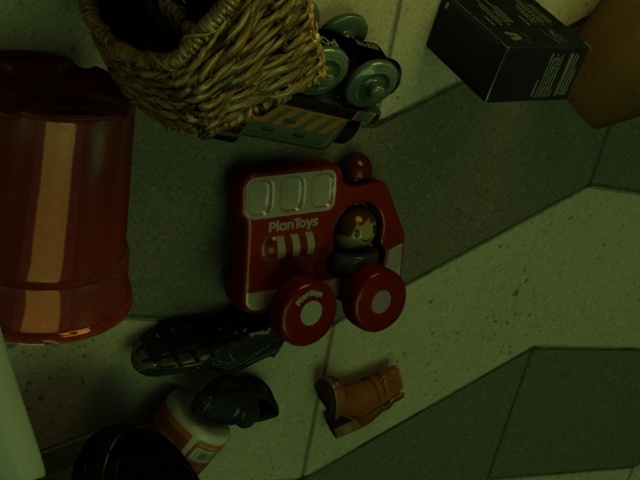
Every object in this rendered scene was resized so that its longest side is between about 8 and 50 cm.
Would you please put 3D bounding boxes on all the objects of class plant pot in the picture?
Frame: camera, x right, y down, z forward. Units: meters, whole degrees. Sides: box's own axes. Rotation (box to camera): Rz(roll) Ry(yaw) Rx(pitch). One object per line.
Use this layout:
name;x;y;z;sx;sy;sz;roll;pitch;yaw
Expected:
plant pot;-0.334;-0.062;1.415;0.272;0.272;0.265;-5;122;-34
plant pot;0.490;-0.289;1.855;0.254;0.237;0.237;-38;142;22

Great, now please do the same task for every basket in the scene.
basket;-0.155;-0.284;1.296;0.213;0.299;0.223;-27;141;-12

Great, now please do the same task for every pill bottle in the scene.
pill bottle;-0.253;0.351;1.949;0.216;0.121;0.121;-50;139;13

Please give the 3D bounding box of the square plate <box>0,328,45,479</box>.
square plate;-0.517;0.173;1.399;0.347;0.049;0.344;3;135;5

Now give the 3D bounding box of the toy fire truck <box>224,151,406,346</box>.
toy fire truck;0.000;0.000;1.800;0.302;0.169;0.254;-9;113;-32

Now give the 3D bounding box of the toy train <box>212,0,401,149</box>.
toy train;-0.049;-0.210;1.582;0.334;0.142;0.190;6;135;-42

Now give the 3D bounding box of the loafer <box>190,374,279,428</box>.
loafer;-0.130;0.259;1.939;0.076;0.078;0.223;-52;159;11

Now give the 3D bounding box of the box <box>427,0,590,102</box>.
box;0.264;-0.275;1.728;0.158;0.156;0.093;-6;131;-33

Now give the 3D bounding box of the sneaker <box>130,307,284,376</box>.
sneaker;-0.161;0.170;1.866;0.267;0.101;0.106;-14;136;-27

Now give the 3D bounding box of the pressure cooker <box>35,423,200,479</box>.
pressure cooker;-0.388;0.479;1.737;0.420;0.370;0.375;-23;134;17

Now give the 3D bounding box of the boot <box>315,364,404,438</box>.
boot;0.074;0.263;2.153;0.152;0.073;0.197;-28;151;-11
